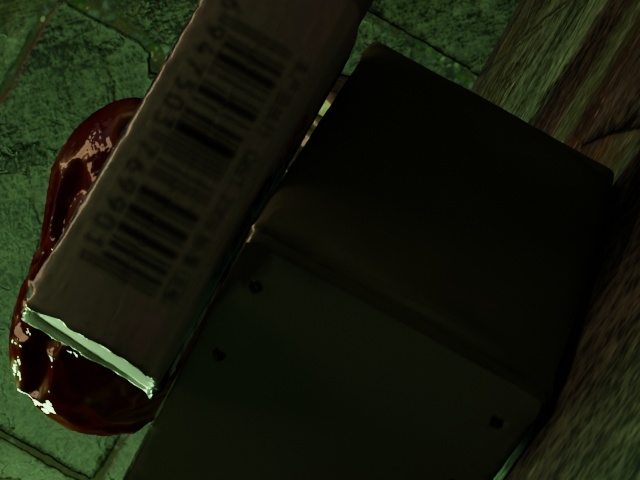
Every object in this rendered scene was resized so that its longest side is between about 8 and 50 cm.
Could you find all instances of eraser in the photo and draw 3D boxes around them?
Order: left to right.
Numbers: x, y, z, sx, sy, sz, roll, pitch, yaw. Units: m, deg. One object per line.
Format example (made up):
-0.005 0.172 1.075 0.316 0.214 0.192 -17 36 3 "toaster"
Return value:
-0.052 -0.064 0.954 0.287 0.086 0.130 -61 1 -11 "eraser"

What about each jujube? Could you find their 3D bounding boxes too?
-0.122 0.017 1.202 0.230 0.155 0.155 -64 0 21 "jujube"

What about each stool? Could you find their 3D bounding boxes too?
0.021 0.069 1.026 0.270 0.170 0.244 -61 0 34 "stool"

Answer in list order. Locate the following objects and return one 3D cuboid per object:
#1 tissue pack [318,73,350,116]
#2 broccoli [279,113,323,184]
0.034 0.031 1.628 0.305 0.238 0.238 -60 1 20 "tissue pack"
0.000 0.000 1.383 0.303 0.283 0.321 -2 -43 -54 "broccoli"
